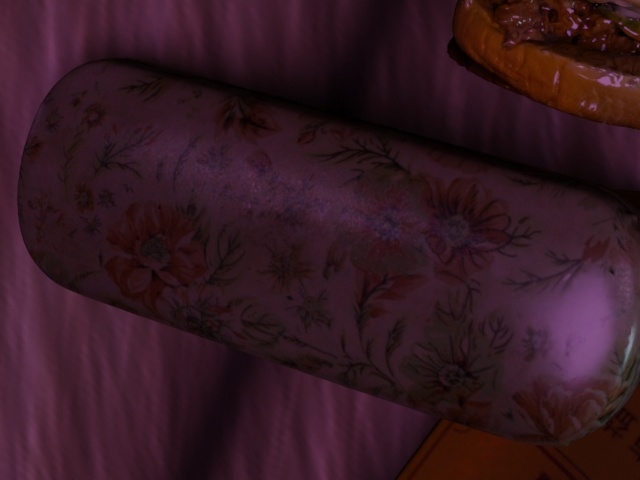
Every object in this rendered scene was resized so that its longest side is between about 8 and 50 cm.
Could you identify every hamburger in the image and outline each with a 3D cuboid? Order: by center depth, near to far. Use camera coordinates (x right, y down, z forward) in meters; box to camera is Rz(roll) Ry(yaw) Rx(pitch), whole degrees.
[{"bbox_3d":[0.178,-0.132,1.059,0.191,0.182,0.118,27,115,18],"label":"hamburger"}]

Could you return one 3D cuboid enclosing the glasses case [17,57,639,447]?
[{"bbox_3d":[0.000,0.000,1.121,0.425,0.098,0.157,17,102,25],"label":"glasses case"}]

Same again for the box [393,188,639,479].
[{"bbox_3d":[0.171,0.206,1.148,0.264,0.115,0.415,42,111,25],"label":"box"}]
